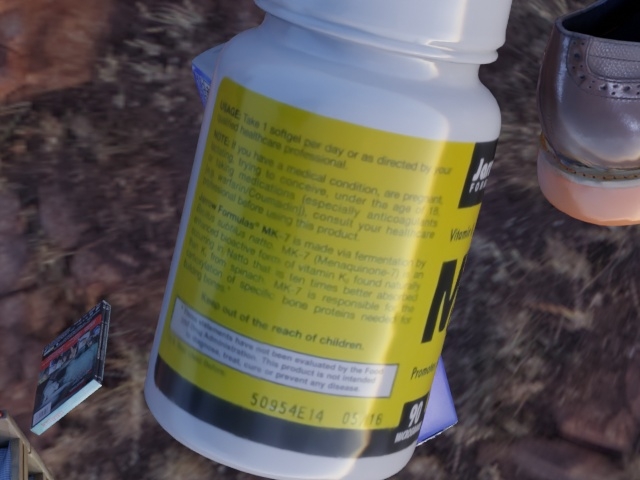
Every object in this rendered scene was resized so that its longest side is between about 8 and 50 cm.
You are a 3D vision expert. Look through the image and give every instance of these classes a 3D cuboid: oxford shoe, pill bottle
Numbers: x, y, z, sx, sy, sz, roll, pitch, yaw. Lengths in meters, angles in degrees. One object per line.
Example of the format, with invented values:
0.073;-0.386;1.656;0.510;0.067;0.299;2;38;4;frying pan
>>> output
0.281;-0.142;0.975;0.130;0.364;0.132;34;146;44;oxford shoe
0.005;-0.018;0.663;0.119;0.119;0.208;17;105;11;pill bottle

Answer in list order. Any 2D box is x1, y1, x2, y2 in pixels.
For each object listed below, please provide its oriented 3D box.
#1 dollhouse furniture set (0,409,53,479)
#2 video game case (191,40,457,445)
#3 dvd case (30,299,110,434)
-0.358;0.263;1.532;0.184;0.129;0.129;-15;48;5;dollhouse furniture set
0.000;0.000;1.301;0.061;0.244;0.269;-27;125;-15;video game case
-0.233;0.118;1.529;0.087;0.119;0.013;-38;117;21;dvd case
